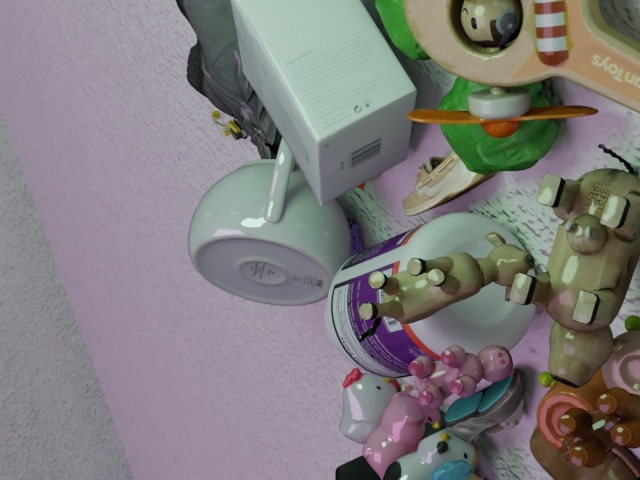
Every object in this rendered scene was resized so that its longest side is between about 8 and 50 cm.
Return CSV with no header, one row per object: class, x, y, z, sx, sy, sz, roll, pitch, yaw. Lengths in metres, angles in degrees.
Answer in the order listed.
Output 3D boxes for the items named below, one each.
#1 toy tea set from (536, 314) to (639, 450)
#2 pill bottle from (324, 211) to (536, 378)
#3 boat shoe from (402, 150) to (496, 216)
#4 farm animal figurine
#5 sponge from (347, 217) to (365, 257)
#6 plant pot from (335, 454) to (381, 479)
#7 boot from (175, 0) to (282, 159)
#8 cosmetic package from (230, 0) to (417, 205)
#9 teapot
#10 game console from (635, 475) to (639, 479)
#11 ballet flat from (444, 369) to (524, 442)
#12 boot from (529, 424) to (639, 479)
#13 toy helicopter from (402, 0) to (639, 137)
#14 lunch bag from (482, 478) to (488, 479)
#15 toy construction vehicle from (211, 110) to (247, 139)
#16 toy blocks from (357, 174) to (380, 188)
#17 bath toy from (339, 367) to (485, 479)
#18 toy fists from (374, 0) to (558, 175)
toy tea set,0.383,0.251,1.309,0.200,0.124,0.336,-31,82,35
pill bottle,0.124,0.080,1.511,0.181,0.181,0.323,63,155,0
boat shoe,0.151,-0.078,1.455,0.170,0.063,0.059,-31,84,55
farm animal figurine,0.239,0.058,1.205,0.330,0.172,0.327,38,106,27
sponge,0.000,0.000,1.842,0.210,0.031,0.117,27,136,51
plant pot,0.121,0.421,1.835,0.167,0.188,0.187,-120,8,-53
boot,-0.097,-0.266,1.706,0.223,0.118,0.338,48,162,23
cosmetic package,0.003,-0.199,1.450,0.225,0.138,0.224,59,172,15
teapot,-0.064,-0.035,1.700,0.256,0.187,0.252,-12,144,39
game console,0.476,0.351,1.158,0.213,0.044,0.361,-26,92,37
ballet flat,0.237,0.227,1.588,0.068,0.072,0.213,35,154,-4
boot,0.343,0.330,1.412,0.305,0.115,0.112,42,149,39
toy helicopter,0.226,-0.171,1.110,0.355,0.140,0.235,33,121,22
lunch bag,0.185,0.520,1.679,0.138,0.293,0.221,19,131,56
toy construction vehicle,-0.149,-0.208,1.921,0.098,0.035,0.086,44,148,35
toy blocks,0.038,-0.124,1.626,0.123,0.054,0.148,55,154,14
bath toy,0.125,0.293,1.747,0.348,0.151,0.129,45,159,60
toy fists,0.162,-0.202,1.275,0.279,0.096,0.142,62,168,0
